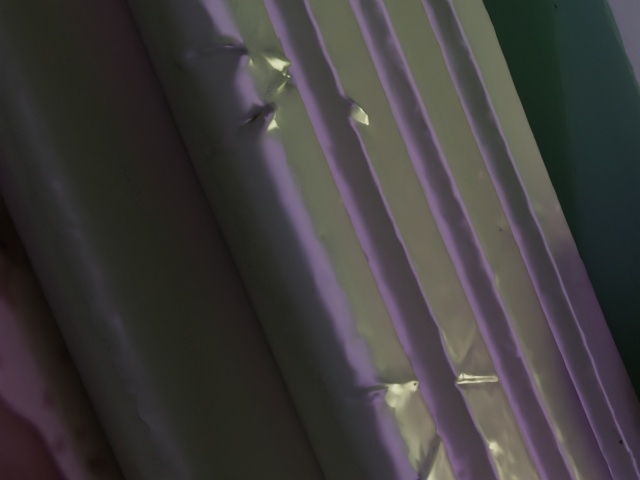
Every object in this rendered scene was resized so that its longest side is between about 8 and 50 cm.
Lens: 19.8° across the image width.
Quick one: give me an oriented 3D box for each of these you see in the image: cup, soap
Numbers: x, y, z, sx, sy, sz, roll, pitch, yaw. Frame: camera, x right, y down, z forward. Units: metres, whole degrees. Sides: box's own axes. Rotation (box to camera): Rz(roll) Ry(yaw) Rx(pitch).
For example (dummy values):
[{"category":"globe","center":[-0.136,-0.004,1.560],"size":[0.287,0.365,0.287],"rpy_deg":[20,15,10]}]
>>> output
[{"category":"cup","center":[0.100,-0.047,0.690],"size":[0.148,0.134,0.235],"rpy_deg":[-82,155,-82]},{"category":"soap","center":[0.000,0.000,0.547],"size":[0.173,0.095,0.289],"rpy_deg":[-34,104,-58]}]
